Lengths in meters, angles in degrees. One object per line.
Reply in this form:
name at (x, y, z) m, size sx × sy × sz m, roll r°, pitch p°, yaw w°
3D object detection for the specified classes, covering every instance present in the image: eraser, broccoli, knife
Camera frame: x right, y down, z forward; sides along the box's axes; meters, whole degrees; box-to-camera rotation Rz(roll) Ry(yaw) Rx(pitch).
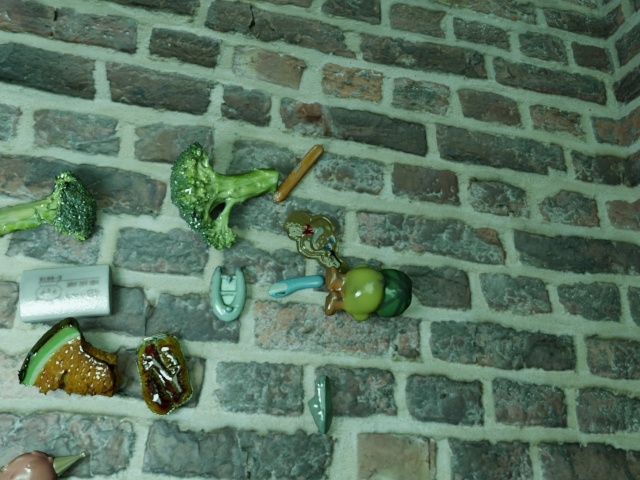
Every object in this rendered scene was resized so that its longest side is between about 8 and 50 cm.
eraser at (-0.842, 0.176, 1.704) m, size 0.270 × 0.095 × 0.174 m, roll -3°, pitch 70°, yaw -16°
broccoli at (-0.942, -0.072, 1.718) m, size 0.361 × 0.221 × 0.252 m, roll -34°, pitch 75°, yaw -11°
knife at (-0.092, 0.171, 1.925) m, size 0.222 × 0.031 × 0.064 m, roll -10°, pitch 70°, yaw -21°
broccoli at (-0.370, -0.219, 1.879) m, size 0.397 × 0.275 × 0.353 m, roll -43°, pitch 129°, yaw -13°

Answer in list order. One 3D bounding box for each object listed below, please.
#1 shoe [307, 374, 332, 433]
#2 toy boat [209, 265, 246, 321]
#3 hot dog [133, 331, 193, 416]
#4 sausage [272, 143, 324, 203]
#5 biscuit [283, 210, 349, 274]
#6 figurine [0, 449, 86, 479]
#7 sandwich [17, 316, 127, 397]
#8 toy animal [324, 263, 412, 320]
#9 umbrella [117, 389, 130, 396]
shoe at (-0.004, 0.574, 1.796) m, size 0.078 × 0.079 × 0.195 m, roll -3°, pitch 78°, yaw 22°
toy boat at (-0.331, 0.187, 1.836) m, size 0.134 × 0.079 × 0.207 m, roll 6°, pitch 69°, yaw -15°
hot dog at (-0.521, 0.440, 1.699) m, size 0.163 × 0.082 × 0.270 m, roll -14°, pitch 74°, yaw -20°
sausage at (-0.088, -0.276, 2.067) m, size 0.053 × 0.053 × 0.348 m, roll 37°, pitch 67°, yaw 1°
biscuit at (-0.005, 0.007, 1.998) m, size 0.183 × 0.047 × 0.319 m, roll -30°, pitch 82°, yaw -18°
figurine at (-0.889, 0.707, 1.484) m, size 0.387 × 0.166 × 0.207 m, roll -31°, pitch 115°, yaw -23°
sandwich at (-0.756, 0.389, 1.622) m, size 0.301 × 0.162 × 0.250 m, roll 36°, pitch 96°, yaw -14°
toy animal at (0.189, 0.191, 1.900) m, size 0.338 × 0.191 × 0.216 m, roll 5°, pitch 75°, yaw -13°
umbrella at (-0.682, 0.490, 1.678) m, size 0.122 × 0.013 × 0.022 m, roll 30°, pitch 47°, yaw -1°
